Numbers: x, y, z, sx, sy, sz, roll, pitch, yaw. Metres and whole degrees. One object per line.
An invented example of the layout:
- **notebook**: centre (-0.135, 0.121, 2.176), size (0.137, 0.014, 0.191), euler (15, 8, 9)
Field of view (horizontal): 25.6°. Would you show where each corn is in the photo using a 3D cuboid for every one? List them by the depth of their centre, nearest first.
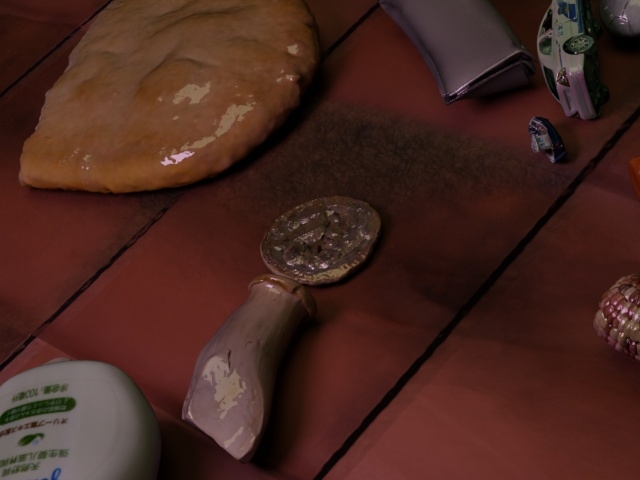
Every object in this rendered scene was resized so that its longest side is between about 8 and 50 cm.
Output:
- **corn**: centre (0.380, 0.107, 1.366), size (0.253, 0.086, 0.086), euler (27, 62, 41)

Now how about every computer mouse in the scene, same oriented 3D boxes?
- **computer mouse**: centre (0.442, -0.342, 1.814), size (0.113, 0.068, 0.229), euler (23, 55, 33)

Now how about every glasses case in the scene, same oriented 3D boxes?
- **glasses case**: centre (0.182, -0.271, 1.874), size (0.128, 0.083, 0.308), euler (-29, 40, 4)

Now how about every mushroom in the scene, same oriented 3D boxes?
- **mushroom**: centre (-0.087, 0.139, 1.562), size (0.108, 0.096, 0.247), euler (-26, 29, 41)

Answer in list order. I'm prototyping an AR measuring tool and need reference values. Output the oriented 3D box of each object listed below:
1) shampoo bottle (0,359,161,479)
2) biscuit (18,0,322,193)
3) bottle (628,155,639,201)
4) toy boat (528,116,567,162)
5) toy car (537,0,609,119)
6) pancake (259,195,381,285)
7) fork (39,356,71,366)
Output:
- **shampoo bottle**: centre (-0.280, 0.297, 1.446), size (0.222, 0.151, 0.349), euler (-11, 43, 14)
- **biscuit**: centre (-0.214, -0.229, 2.012), size (0.446, 0.104, 0.429), euler (8, 50, 34)
- **bottle**: centre (0.439, -0.089, 1.556), size (0.187, 0.069, 0.069), euler (-20, 40, 5)
- **toy boat**: centre (0.270, -0.119, 1.698), size (0.038, 0.038, 0.083), euler (-25, 40, 0)
- **toy car**: centre (0.315, -0.246, 1.772), size (0.076, 0.090, 0.224), euler (-13, 42, 18)
- **pancake**: centre (0.000, 0.000, 1.718), size (0.158, 0.028, 0.158), euler (-12, 40, 11)
- **fork**: centre (-0.395, 0.206, 1.704), size (0.219, 0.028, 0.034), euler (-35, 33, -18)
